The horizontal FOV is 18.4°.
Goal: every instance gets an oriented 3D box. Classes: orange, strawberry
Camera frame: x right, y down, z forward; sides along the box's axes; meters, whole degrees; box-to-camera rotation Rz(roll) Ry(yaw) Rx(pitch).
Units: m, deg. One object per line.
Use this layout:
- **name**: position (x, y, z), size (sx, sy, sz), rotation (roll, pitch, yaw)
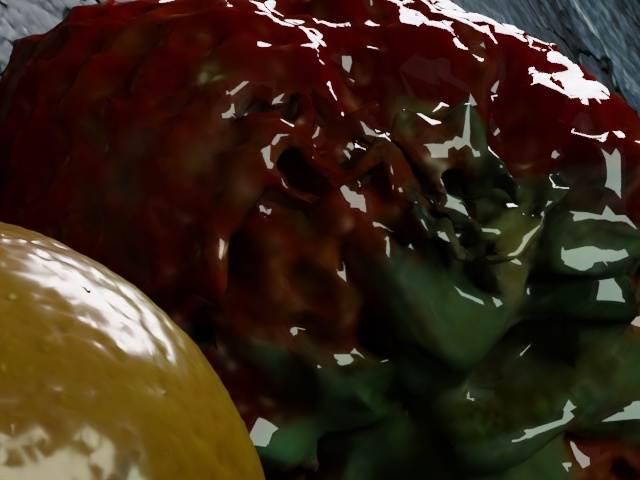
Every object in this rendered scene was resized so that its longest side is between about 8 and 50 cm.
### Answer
- **orange**: position (-0.120, 0.092, 0.548), size (0.219, 0.219, 0.193), rotation (21, 37, -54)
- **strawberry**: position (0.000, 0.000, 0.864), size (0.312, 0.267, 0.351), rotation (43, 5, -21)
